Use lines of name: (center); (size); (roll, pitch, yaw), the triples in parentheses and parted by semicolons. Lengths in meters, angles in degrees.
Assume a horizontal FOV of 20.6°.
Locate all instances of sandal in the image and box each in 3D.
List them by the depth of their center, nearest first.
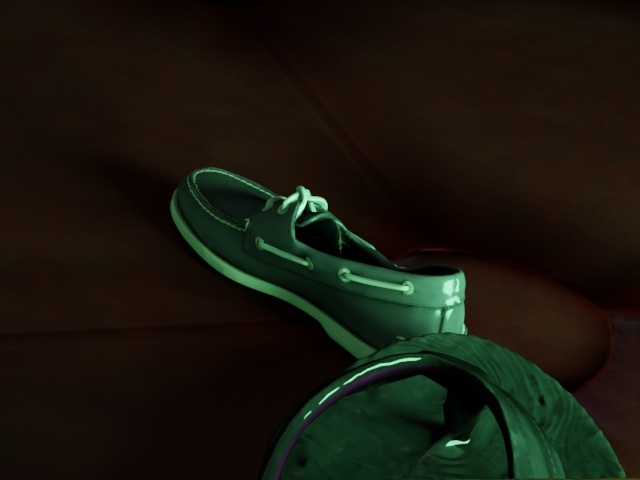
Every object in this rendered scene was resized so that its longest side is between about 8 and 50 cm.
sandal: (0.024, 0.135, 0.679); (0.167, 0.107, 0.446); (20, 30, 14)

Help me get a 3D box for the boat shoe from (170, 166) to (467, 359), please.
boat shoe: (0.000, 0.000, 0.958); (0.206, 0.065, 0.075); (34, 35, 33)

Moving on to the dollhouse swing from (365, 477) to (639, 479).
dollhouse swing: (0.111, 0.237, 0.447); (0.305, 0.315, 0.347); (-14, 31, 1)
